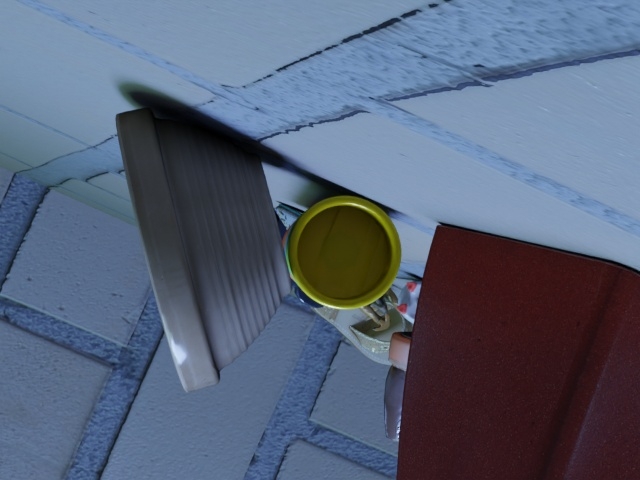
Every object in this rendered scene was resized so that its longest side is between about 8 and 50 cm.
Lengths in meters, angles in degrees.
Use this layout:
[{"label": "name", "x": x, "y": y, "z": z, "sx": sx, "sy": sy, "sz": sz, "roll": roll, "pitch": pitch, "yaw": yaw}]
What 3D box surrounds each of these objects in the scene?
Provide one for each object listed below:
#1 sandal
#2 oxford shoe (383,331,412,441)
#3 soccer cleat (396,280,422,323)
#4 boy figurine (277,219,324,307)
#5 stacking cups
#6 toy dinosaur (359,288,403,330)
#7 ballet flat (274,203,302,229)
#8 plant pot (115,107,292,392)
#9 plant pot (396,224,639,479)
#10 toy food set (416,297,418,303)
[{"label": "sandal", "x": 0.081, "y": 0.121, "z": 2.671, "sx": 0.240, "sy": 0.088, "sz": 0.079, "roll": 32, "pitch": 178, "yaw": -33}, {"label": "oxford shoe", "x": 0.222, "y": 0.191, "z": 2.244, "sx": 0.363, "sy": 0.133, "sz": 0.130, "roll": 10, "pitch": -175, "yaw": -30}, {"label": "soccer cleat", "x": 0.170, "y": 0.096, "z": 2.101, "sx": 0.196, "sy": 0.068, "sz": 0.076, "roll": 29, "pitch": -175, "yaw": 35}, {"label": "boy figurine", "x": -0.088, "y": 0.007, "z": 2.174, "sx": 0.177, "sy": 0.092, "sz": 0.285, "roll": 23, "pitch": 173, "yaw": -29}, {"label": "stacking cups", "x": 0.013, "y": 0.014, "z": 1.735, "sx": 0.096, "sy": 0.096, "sz": 0.316, "roll": 24, "pitch": 177, "yaw": -2}, {"label": "toy dinosaur", "x": 0.067, "y": 0.070, "z": 2.425, "sx": 0.112, "sy": 0.064, "sz": 0.211, "roll": 43, "pitch": 179, "yaw": 37}, {"label": "ballet flat", "x": 0.000, "y": 0.000, "z": 1.949, "sx": 0.114, "sy": 0.041, "sz": 0.041, "roll": 23, "pitch": 176, "yaw": 11}, {"label": "plant pot", "x": -0.089, "y": -0.002, "z": 1.585, "sx": 0.109, "sy": 0.237, "sz": 0.237, "roll": -14, "pitch": 176, "yaw": -2}, {"label": "plant pot", "x": 0.208, "y": 0.158, "z": 1.477, "sx": 0.267, "sy": 0.236, "sz": 0.267, "roll": 26, "pitch": 175, "yaw": -27}, {"label": "toy food set", "x": 0.191, "y": 0.135, "z": 1.970, "sx": 0.232, "sy": 0.104, "sz": 0.111, "roll": 30, "pitch": 180, "yaw": 12}]
